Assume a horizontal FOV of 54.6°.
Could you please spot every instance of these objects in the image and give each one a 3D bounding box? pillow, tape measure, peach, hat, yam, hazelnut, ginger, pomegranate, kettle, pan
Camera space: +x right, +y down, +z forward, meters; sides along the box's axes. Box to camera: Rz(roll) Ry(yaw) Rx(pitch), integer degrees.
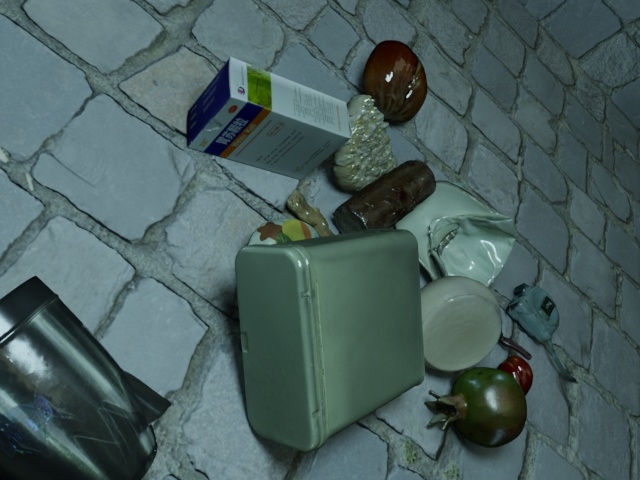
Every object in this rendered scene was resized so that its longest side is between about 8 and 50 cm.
[{"bbox_3d":[-0.064,0.069,1.267,0.214,0.086,0.233,26,64,-30],"label":"pillow"},{"bbox_3d":[0.667,0.262,1.768,0.330,0.084,0.164,44,51,-9],"label":"tape measure"},{"bbox_3d":[0.493,0.349,1.574,0.100,0.100,0.101,19,56,-30],"label":"peach"},{"bbox_3d":[0.331,0.001,1.612,0.301,0.168,0.258,42,83,18],"label":"hat"},{"bbox_3d":[0.154,-0.092,1.492,0.279,0.131,0.131,-37,91,-35],"label":"yam"},{"bbox_3d":[0.211,-0.437,1.726,0.212,0.181,0.181,32,29,-34],"label":"hazelnut"},{"bbox_3d":[-0.008,0.008,1.382,0.149,0.065,0.259,-35,92,-42],"label":"ginger"},{"bbox_3d":[0.348,0.376,1.397,0.224,0.181,0.181,-1,66,-22],"label":"pomegranate"},{"bbox_3d":[-0.395,0.268,0.842,0.321,0.228,0.324,-45,102,-18],"label":"kettle"},{"bbox_3d":[0.471,0.249,1.645,0.212,0.040,0.115,41,46,-4],"label":"pan"}]

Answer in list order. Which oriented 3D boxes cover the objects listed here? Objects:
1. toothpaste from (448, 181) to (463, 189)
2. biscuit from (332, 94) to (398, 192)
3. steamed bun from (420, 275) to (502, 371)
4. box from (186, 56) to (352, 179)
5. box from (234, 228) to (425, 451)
[{"bbox_3d":[0.405,-0.038,1.753,0.074,0.048,0.297,3,61,-23],"label":"toothpaste"},{"bbox_3d":[0.093,-0.210,1.494,0.179,0.084,0.281,-54,148,-16],"label":"biscuit"},{"bbox_3d":[0.297,0.182,1.442,0.232,0.232,0.145,30,14,-23],"label":"steamed bun"},{"bbox_3d":[-0.110,-0.252,1.346,0.299,0.200,0.106,12,60,-34],"label":"box"},{"bbox_3d":[0.035,0.162,1.179,0.344,0.177,0.352,-11,99,-44],"label":"box"}]
